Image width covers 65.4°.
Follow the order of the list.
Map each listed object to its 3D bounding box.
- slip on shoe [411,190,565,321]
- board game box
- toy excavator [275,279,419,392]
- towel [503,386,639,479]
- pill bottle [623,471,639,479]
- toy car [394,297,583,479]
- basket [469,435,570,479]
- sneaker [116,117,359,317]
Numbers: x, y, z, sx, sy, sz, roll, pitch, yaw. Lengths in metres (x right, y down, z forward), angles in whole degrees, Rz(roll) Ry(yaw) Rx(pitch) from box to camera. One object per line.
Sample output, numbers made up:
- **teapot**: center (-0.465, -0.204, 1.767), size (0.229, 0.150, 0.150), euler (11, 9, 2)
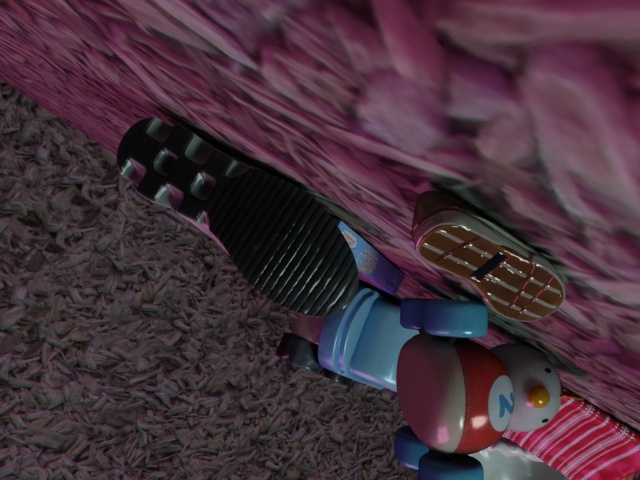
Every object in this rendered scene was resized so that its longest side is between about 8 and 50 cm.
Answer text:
- **slip on shoe**: center (0.113, 0.012, 0.337), size (0.136, 0.051, 0.041), euler (26, -145, -24)
- **board game box**: center (0.000, 0.000, 0.724), size (0.212, 0.039, 0.160), euler (24, 170, 48)
- **toy excavator**: center (0.196, 0.253, 1.060), size (0.446, 0.222, 0.433), euler (16, 166, 35)
- **towel**: center (0.411, 0.333, 0.883), size (0.275, 0.031, 0.198), euler (31, 137, 13)
- **pill bottle**: center (0.671, 0.490, 0.898), size (0.121, 0.121, 0.221), euler (37, 171, -34)
- **toy car**: center (0.228, 0.187, 0.628), size (0.238, 0.218, 0.210), euler (3, 174, -5)
- **basket**: center (0.422, 0.553, 1.095), size (0.329, 0.330, 0.266), euler (5, -173, 14)
- **sneaker**: center (-0.083, -0.030, 0.618), size (0.331, 0.122, 0.146), euler (38, -179, 14)
